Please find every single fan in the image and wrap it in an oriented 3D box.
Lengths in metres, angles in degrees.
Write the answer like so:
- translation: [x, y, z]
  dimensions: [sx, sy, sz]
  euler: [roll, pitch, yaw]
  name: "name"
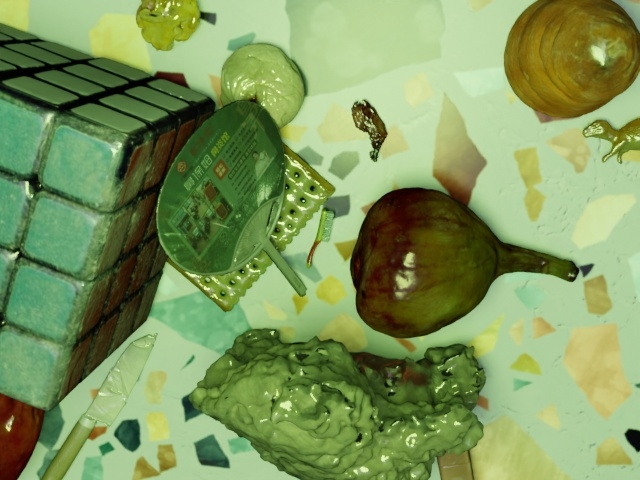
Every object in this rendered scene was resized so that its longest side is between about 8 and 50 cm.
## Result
- translation: [-0.111, -0.019, 1.371]
  dimensions: [0.012, 0.223, 0.294]
  euler: [12, 121, 39]
  name: "fan"

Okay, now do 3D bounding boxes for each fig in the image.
- translation: [0.166, 0.041, 1.416]
  dimensions: [0.290, 0.190, 0.190]
  euler: [14, 107, -34]
  name: "fig"

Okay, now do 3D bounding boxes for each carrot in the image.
- translation: [0.308, -0.212, 1.295]
  dimensions: [0.159, 0.225, 0.159]
  euler: [0, 102, 1]
  name: "carrot"

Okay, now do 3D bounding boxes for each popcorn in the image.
- translation: [-0.200, -0.293, 1.416]
  dimensions: [0.084, 0.084, 0.084]
  euler: [1, 103, 6]
  name: "popcorn"

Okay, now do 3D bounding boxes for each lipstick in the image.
- translation: [0.182, 0.301, 1.509]
  dimensions: [0.045, 0.045, 0.145]
  euler: [-9, 101, 10]
  name: "lipstick"

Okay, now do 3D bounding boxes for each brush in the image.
- translation: [0.000, 0.000, 1.475]
  dimensions: [0.021, 0.019, 0.083]
  euler: [16, 102, -7]
  name: "brush"

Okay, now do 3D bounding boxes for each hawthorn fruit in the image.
- translation: [-0.457, 0.230, 1.492]
  dimensions: [0.190, 0.189, 0.251]
  euler: [31, 100, -1]
  name: "hawthorn fruit"

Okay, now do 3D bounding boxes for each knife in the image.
- translation: [-0.311, 0.246, 1.565]
  dimensions: [0.047, 0.017, 0.297]
  euler: [32, 100, -4]
  name: "knife"

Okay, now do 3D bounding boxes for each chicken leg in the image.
- translation: [0.066, -0.144, 1.435]
  dimensions: [0.036, 0.021, 0.083]
  euler: [-25, 103, 1]
  name: "chicken leg"

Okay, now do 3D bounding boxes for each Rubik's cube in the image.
- translation: [-0.364, -0.052, 1.330]
  dimensions: [0.337, 0.344, 0.344]
  euler: [20, 104, 5]
  name: "Rubik's cube"

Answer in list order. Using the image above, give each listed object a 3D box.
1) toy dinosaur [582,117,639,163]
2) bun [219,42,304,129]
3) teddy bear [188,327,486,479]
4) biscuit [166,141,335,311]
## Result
- translation: [0.425, -0.141, 1.388]
  dimensions: [0.162, 0.039, 0.126]
  euler: [-42, 94, 12]
  name: "toy dinosaur"
- translation: [-0.077, -0.193, 1.414]
  dimensions: [0.115, 0.069, 0.115]
  euler: [1, 102, 3]
  name: "bun"
- translation: [0.016, 0.188, 1.322]
  dimensions: [0.358, 0.367, 0.224]
  euler: [5, 71, 11]
  name: "teddy bear"
- translation: [-0.103, -0.027, 1.482]
  dimensions: [0.139, 0.016, 0.231]
  euler: [41, 104, -4]
  name: "biscuit"
